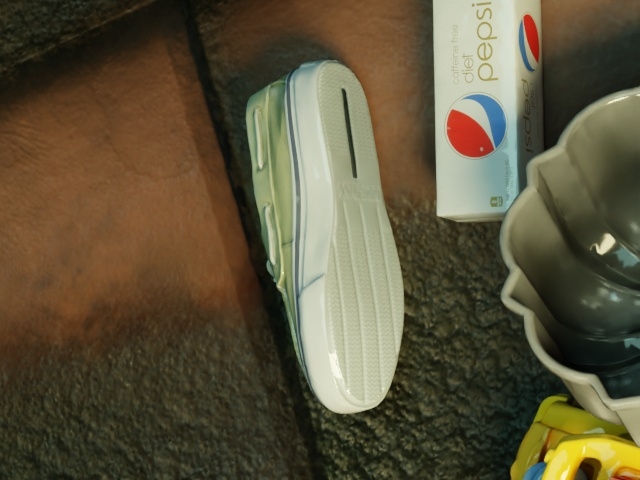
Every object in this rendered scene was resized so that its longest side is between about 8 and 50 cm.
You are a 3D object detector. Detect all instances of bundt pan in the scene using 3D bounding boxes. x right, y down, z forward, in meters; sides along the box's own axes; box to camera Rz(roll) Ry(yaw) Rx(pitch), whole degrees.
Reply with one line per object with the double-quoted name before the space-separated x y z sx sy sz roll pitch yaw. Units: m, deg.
"bundt pan" 0.302 0.024 1.424 0.331 0.124 0.331 -12 49 14

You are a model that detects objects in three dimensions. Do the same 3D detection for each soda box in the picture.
"soda box" 0.137 -0.124 1.600 0.074 0.069 0.216 -3 84 26

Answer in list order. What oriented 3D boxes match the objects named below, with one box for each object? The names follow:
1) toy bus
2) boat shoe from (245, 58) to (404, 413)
"toy bus" 0.222 0.201 1.454 0.220 0.211 0.149 17 95 27
"boat shoe" 0.000 0.000 1.649 0.094 0.109 0.302 -18 69 39
